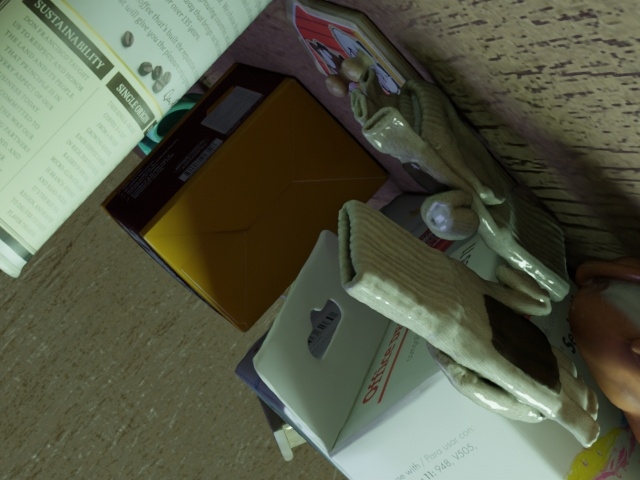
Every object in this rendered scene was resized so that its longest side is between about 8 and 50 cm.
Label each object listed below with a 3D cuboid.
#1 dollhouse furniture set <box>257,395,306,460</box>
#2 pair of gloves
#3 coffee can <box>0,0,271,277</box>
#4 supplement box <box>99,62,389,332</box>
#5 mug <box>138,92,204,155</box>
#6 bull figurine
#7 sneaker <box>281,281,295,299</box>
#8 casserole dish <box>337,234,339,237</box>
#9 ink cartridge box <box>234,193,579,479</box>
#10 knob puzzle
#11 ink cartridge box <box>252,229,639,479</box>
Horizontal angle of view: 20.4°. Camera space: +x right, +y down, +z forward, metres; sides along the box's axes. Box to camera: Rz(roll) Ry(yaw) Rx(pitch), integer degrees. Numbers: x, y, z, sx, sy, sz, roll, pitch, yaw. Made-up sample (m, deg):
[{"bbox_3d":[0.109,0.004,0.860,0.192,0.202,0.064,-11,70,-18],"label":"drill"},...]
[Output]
[{"bbox_3d":[0.078,0.279,2.019,0.286,0.198,0.303,-118,7,-57],"label":"dollhouse furniture set"},{"bbox_3d":[0.095,0.001,1.091,0.204,0.042,0.240,41,-150,-23],"label":"pair of gloves"},{"bbox_3d":[-0.157,-0.145,1.031,0.201,0.275,0.201,42,174,6],"label":"coffee can"},{"bbox_3d":[-0.075,-0.044,1.617,0.129,0.191,0.194,45,174,-20],"label":"supplement box"},{"bbox_3d":[-0.128,-0.105,1.983,0.129,0.097,0.158,43,173,4],"label":"mug"},{"bbox_3d":[0.269,0.130,1.072,0.310,0.101,0.188,43,172,-20],"label":"bull figurine"},{"bbox_3d":[-0.023,0.030,2.163,0.296,0.112,0.131,53,-174,0],"label":"sneaker"},{"bbox_3d":[0.000,0.000,2.049,0.188,0.037,0.114,42,149,1],"label":"casserole dish"},{"bbox_3d":[0.064,0.080,1.440,0.131,0.226,0.306,45,175,-7],"label":"ink cartridge box"},{"bbox_3d":[0.035,-0.103,1.264,0.213,0.030,0.213,42,174,5],"label":"knob puzzle"},{"bbox_3d":[0.136,0.128,1.184,0.353,0.119,0.207,45,-149,-11],"label":"ink cartridge box"}]
